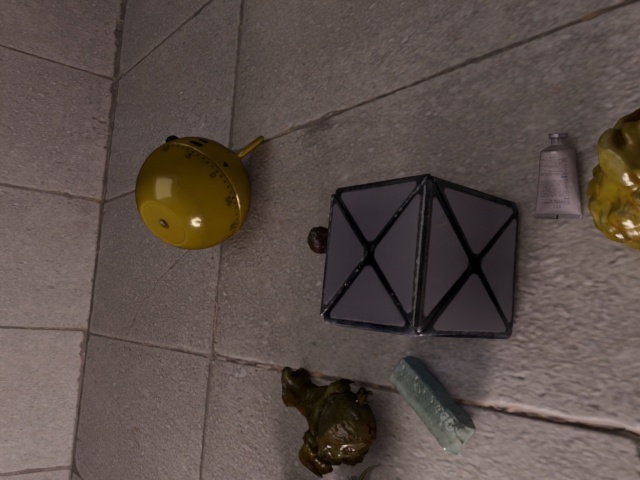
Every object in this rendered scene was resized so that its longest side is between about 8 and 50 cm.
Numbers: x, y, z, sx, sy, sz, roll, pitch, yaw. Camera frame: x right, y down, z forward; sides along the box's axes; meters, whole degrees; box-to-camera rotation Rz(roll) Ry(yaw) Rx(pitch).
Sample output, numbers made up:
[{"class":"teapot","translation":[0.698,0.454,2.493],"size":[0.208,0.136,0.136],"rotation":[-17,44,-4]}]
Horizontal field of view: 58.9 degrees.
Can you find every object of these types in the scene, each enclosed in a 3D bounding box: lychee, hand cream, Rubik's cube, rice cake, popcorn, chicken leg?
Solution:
[{"class":"lychee","translation":[0.000,0.000,1.400],"size":[0.067,0.068,0.083],"rotation":[-61,11,-23]},{"class":"hand cream","translation":[0.394,-0.107,0.940],"size":[0.084,0.053,0.142],"rotation":[6,102,53]},{"class":"Rubik's cube","translation":[0.176,0.037,1.011],"size":[0.259,0.260,0.255],"rotation":[-4,80,49]},{"class":"rice cake","translation":[0.207,0.301,1.070],"size":[0.069,0.063,0.206],"rotation":[-60,42,21]},{"class":"popcorn","translation":[0.448,-0.083,0.733],"size":[0.201,0.203,0.226],"rotation":[-61,22,8]},{"class":"chicken leg","translation":[0.004,0.406,1.262],"size":[0.361,0.140,0.212],"rotation":[-11,53,61]}]

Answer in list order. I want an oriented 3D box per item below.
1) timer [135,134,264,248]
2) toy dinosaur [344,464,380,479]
[{"class":"timer","translation":[-0.360,-0.167,1.720],"size":[0.376,0.376,0.387],"rotation":[-27,19,46]},{"class":"toy dinosaur","translation":[0.066,0.534,1.226],"size":[0.058,0.037,0.180],"rotation":[37,121,24]}]
